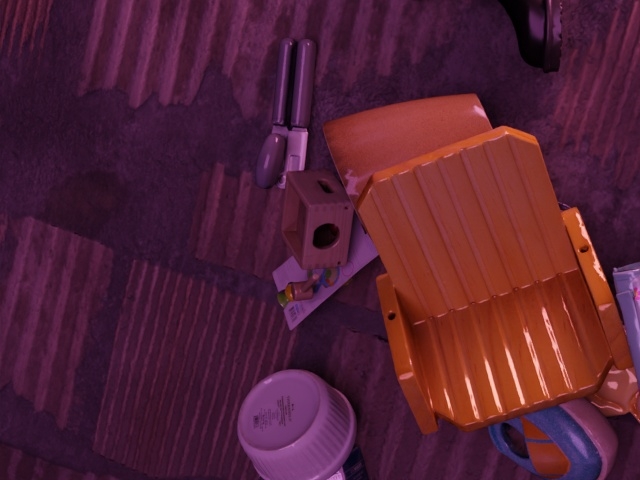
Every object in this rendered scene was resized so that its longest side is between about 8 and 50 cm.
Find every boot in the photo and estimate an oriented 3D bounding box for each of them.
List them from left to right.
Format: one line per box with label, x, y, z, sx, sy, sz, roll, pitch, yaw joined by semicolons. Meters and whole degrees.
boot;0.262;-0.426;1.739;0.260;0.131;0.347;-9;79;14

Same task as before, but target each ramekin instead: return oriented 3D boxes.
ramekin;-0.049;0.326;1.850;0.207;0.109;0.207;-17;46;18

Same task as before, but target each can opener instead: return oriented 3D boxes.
can opener;-0.057;-0.229;1.897;0.074;0.093;0.280;8;91;21

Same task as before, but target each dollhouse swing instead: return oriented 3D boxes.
dollhouse swing;0.251;0.062;1.601;0.347;0.305;0.315;-19;48;11

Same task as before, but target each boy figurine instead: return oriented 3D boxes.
boy figurine;0.468;0.222;1.722;0.285;0.092;0.177;40;103;17

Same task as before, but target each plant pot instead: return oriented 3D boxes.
plant pot;0.166;-0.141;1.756;0.254;0.237;0.237;-24;84;9

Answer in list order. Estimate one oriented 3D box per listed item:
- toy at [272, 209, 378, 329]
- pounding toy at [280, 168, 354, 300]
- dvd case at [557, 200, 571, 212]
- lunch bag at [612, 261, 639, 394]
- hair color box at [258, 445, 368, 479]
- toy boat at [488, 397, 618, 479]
toy;0.019;0.047;1.885;0.237;0.056;0.137;-40;48;25
pounding toy;0.002;0.010;1.798;0.094;0.181;0.206;-5;122;-20
dvd case;0.310;0.008;1.806;0.165;0.018;0.221;27;102;18
lunch bag;0.559;0.127;1.589;0.160;0.262;0.223;-13;89;62
hair color box;0.023;0.565;1.895;0.174;0.105;0.347;-16;88;20
toy boat;0.381;0.374;1.696;0.148;0.267;0.318;-29;104;-23
